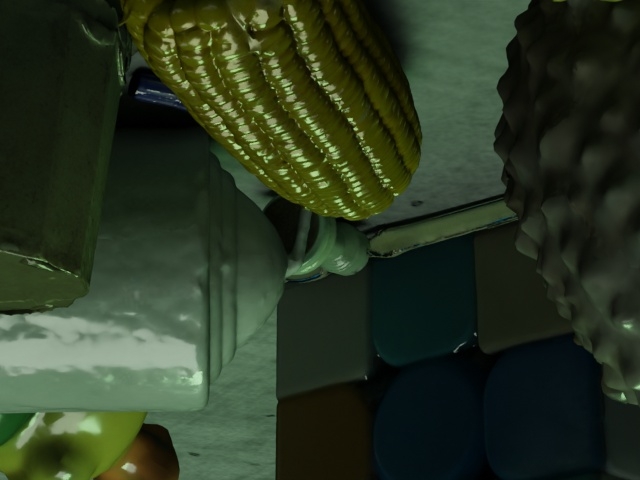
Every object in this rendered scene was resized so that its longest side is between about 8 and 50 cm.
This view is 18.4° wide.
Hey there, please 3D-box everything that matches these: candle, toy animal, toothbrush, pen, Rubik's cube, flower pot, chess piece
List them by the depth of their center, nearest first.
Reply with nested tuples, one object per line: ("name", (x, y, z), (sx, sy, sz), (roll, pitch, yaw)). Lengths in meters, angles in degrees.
("flower pot", (-0.213, -0.062, 1.243), (0.212, 0.202, 0.212), (1, 163, 0))
("pen", (-0.037, -0.090, 1.397), (0.204, 0.025, 0.025), (10, 157, -22))
("candle", (-0.172, 0.022, 1.426), (0.343, 0.221, 0.221), (1, 159, -2))
("chess piece", (0.000, 0.000, 1.587), (0.067, 0.067, 0.103), (-11, 165, 27))
("toothbrush", (0.082, -0.005, 1.613), (0.294, 0.026, 0.028), (-18, 171, 40))
("Rubik's cube", (0.191, 0.199, 1.700), (0.344, 0.346, 0.347), (-18, 151, 39))
("toy animal", (-0.251, 0.108, 1.706), (0.191, 0.216, 0.338), (-41, 138, 20))

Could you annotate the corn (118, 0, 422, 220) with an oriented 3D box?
("corn", (-0.017, -0.104, 1.221), (0.131, 0.131, 0.344), (-6, 160, 17))

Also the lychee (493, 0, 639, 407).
("lychee", (0.289, -0.049, 1.017), (0.380, 0.380, 0.432), (18, 134, -38))
